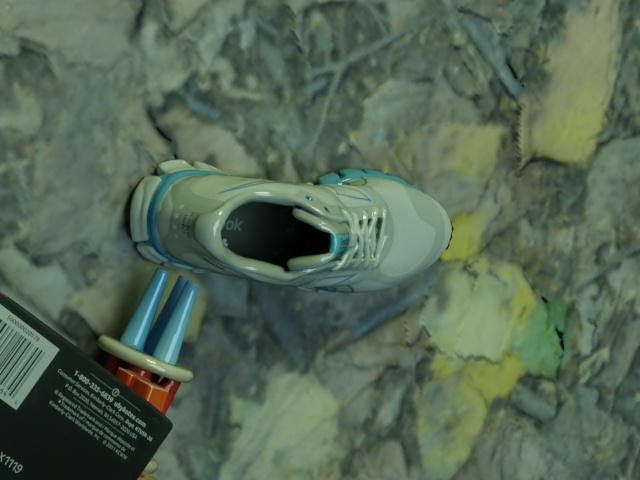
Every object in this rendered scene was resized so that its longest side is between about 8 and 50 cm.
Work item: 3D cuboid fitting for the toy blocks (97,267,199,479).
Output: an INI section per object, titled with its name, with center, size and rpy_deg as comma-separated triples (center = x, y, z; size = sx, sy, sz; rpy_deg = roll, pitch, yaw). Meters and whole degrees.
[toy blocks]
center = -0.095, 0.087, 0.904
size = 0.054, 0.123, 0.148
rpy_deg = 22, 89, -7

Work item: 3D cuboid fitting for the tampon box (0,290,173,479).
[tampon box]
center = -0.168, 0.073, 0.825
size = 0.120, 0.161, 0.101
rpy_deg = 42, 77, -33

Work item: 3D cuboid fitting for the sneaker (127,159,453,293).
[sneaker]
center = 0.000, 0.000, 0.967
size = 0.190, 0.083, 0.071
rpy_deg = 0, 99, -34
